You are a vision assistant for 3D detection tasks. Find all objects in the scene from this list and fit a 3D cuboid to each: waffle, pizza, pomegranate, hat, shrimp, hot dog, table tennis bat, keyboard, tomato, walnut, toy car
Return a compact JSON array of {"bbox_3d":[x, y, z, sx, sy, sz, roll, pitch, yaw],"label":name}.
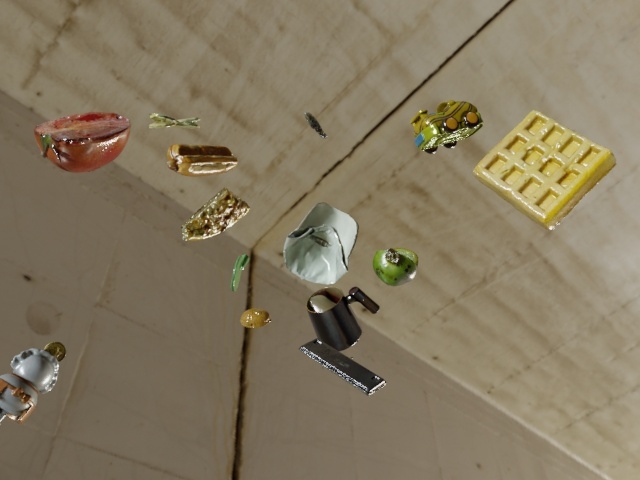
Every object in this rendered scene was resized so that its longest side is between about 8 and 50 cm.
[{"bbox_3d":[0.526,-0.175,1.315,0.248,0.221,0.055,46,-177,36],"label":"waffle"},{"bbox_3d":[-0.413,-0.078,2.210,0.087,0.257,0.268,50,-177,12],"label":"pizza"},{"bbox_3d":[0.233,0.084,1.737,0.143,0.123,0.169,18,-172,14],"label":"pomegranate"},{"bbox_3d":[0.000,0.001,2.117,0.257,0.168,0.302,30,-116,-8],"label":"hat"},{"bbox_3d":[-0.030,-0.543,2.601,0.161,0.034,0.091,55,-149,8],"label":"shrimp"},{"bbox_3d":[-0.336,-0.220,1.537,0.102,0.076,0.249,51,-149,16],"label":"hot dog"},{"bbox_3d":[-0.368,0.130,2.495,0.039,0.161,0.257,12,-156,2],"label":"table tennis bat"},{"bbox_3d":[0.053,0.314,1.382,0.230,0.025,0.093,26,-155,34],"label":"keyboard"},{"bbox_3d":[-0.787,-0.316,1.855,0.308,0.170,0.309,3,-149,-2],"label":"tomato"},{"bbox_3d":[-0.243,0.278,2.034,0.091,0.121,0.052,-72,-24,-63],"label":"walnut"},{"bbox_3d":[0.435,-0.410,1.920,0.200,0.247,0.143,137,115,-68],"label":"toy car"}]

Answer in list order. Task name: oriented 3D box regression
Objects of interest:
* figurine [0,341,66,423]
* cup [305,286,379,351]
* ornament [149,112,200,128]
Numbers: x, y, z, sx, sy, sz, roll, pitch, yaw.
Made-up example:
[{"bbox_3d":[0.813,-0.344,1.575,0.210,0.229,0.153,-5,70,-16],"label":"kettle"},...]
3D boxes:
[{"bbox_3d":[-0.787,0.383,1.457,0.143,0.271,0.143,37,158,18],"label":"figurine"},{"bbox_3d":[0.072,0.255,1.968,0.166,0.239,0.177,28,147,57],"label":"cup"},{"bbox_3d":[-0.602,-0.475,2.217,0.201,0.059,0.180,-6,-169,-43],"label":"ornament"}]
